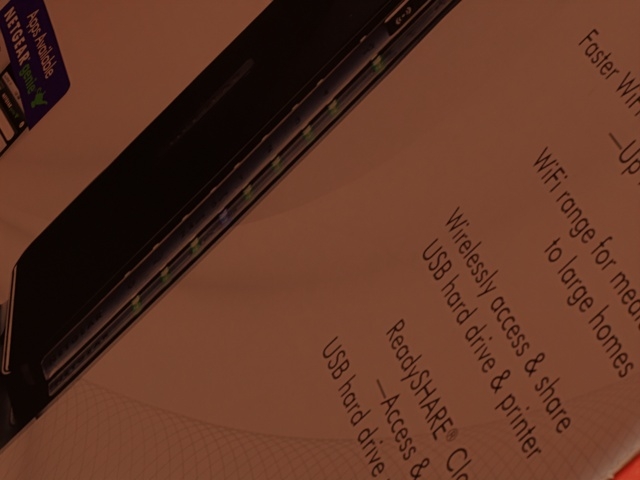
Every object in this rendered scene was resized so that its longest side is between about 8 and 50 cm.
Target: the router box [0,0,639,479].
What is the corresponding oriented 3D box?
[{"bbox_3d":[0.000,0.000,0.469,0.301,0.335,0.082,-44,123,12],"label":"router box"}]
